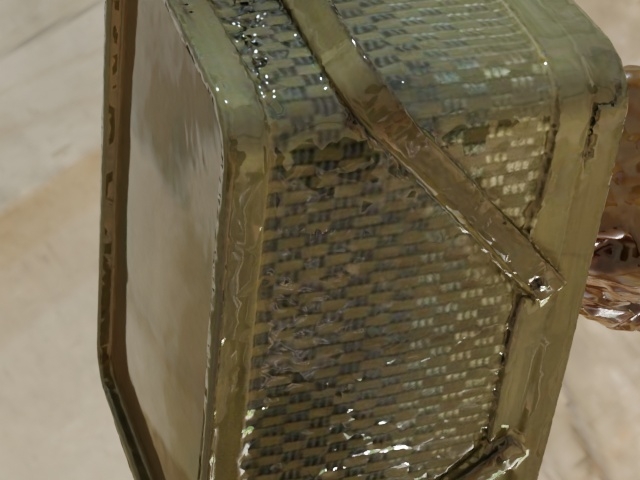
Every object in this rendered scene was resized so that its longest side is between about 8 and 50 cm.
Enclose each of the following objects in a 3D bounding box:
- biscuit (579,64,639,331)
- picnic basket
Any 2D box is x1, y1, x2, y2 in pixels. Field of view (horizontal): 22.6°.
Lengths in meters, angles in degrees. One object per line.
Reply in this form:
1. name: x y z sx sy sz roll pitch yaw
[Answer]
1. biscuit: 0.321 -0.016 1.294 0.342 0.166 0.395 5 -10 37
2. picnic basket: 0.000 0.000 0.612 0.165 0.139 0.267 -119 -152 -47
